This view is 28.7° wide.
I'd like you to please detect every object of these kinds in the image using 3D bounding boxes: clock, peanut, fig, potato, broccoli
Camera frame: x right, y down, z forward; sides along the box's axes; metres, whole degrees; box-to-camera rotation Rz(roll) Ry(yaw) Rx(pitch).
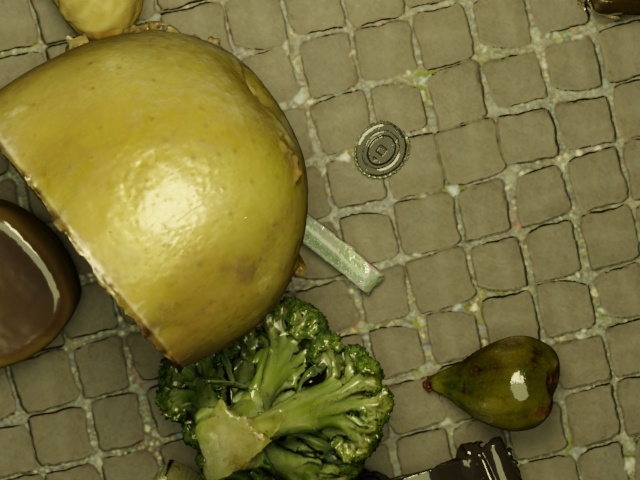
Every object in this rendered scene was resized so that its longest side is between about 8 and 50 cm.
[{"bbox_3d":[0.085,-0.126,1.754,0.074,0.010,0.083,37,94,-6],"label":"clock"},{"bbox_3d":[-0.315,-0.418,1.643,0.147,0.147,0.319,-7,99,-1],"label":"peanut"},{"bbox_3d":[0.250,0.201,1.764,0.126,0.184,0.133,8,81,-40],"label":"fig"},{"bbox_3d":[-0.181,-0.075,1.560,0.319,0.385,0.442,-37,62,-5],"label":"potato"},{"bbox_3d":[-0.074,0.222,1.657,0.304,0.283,0.321,46,107,9],"label":"broccoli"}]

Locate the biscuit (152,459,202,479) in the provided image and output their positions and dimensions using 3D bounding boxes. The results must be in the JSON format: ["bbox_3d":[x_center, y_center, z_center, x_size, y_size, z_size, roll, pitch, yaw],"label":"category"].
[{"bbox_3d":[-0.137,0.406,1.736,0.052,0.150,0.252,-43,97,2],"label":"biscuit"}]

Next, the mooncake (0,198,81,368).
[{"bbox_3d":[-0.441,0.061,1.703,0.234,0.117,0.235,-1,98,-4],"label":"mooncake"}]

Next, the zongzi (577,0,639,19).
[{"bbox_3d":[0.465,-0.419,1.691,0.247,0.111,0.241,2,89,0],"label":"zongzi"}]

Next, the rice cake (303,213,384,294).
[{"bbox_3d":[0.000,0.000,1.753,0.211,0.034,0.043,37,97,-6],"label":"rice cake"}]

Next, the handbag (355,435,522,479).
[{"bbox_3d":[0.171,0.426,1.771,0.285,0.113,0.257,-18,91,7],"label":"handbag"}]
